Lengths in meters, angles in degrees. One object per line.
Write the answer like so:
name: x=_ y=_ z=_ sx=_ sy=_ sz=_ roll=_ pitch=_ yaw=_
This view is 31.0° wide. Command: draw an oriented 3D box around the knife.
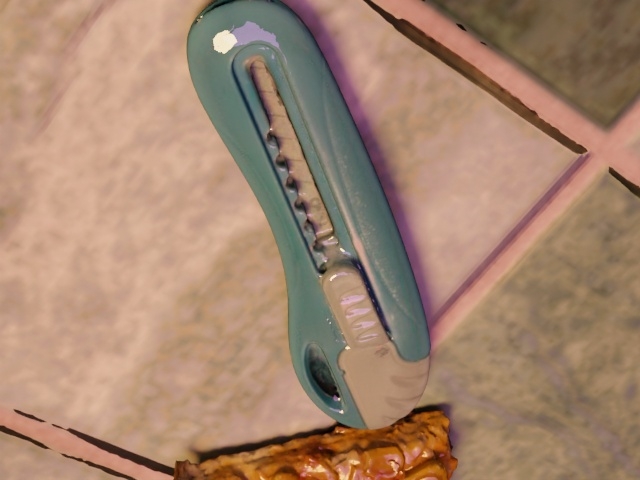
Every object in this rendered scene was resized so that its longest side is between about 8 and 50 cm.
knife: x=0.000 y=0.000 z=0.473 sx=0.064 sy=0.031 sz=0.222 roll=-18 pitch=126 yaw=4

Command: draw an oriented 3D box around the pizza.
pizza: x=0.019 y=0.137 z=0.565 sx=0.131 sy=0.041 sz=0.178 roll=-35 pitch=124 yaw=9
